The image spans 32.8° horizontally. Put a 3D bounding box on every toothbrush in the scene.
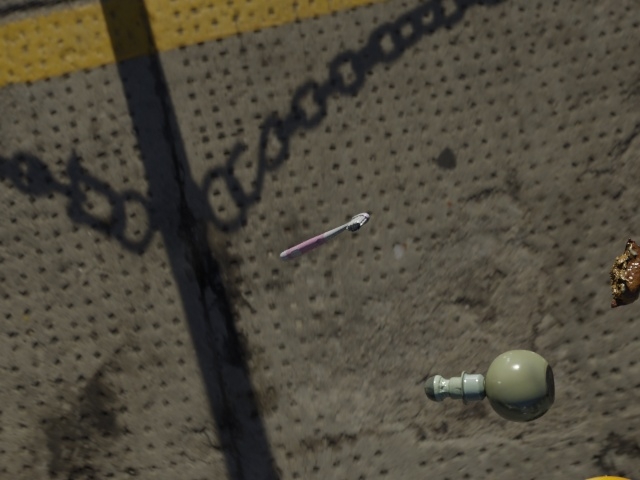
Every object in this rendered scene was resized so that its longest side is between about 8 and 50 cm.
[{"bbox_3d":[0.000,0.000,1.796,0.020,0.286,0.025,50,59,-9],"label":"toothbrush"}]

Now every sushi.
[{"bbox_3d":[0.514,0.058,1.829,0.060,0.061,0.118,14,72,6],"label":"sushi"}]

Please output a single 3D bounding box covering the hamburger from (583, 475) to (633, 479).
[{"bbox_3d":[0.436,0.468,1.633,0.246,0.170,0.246,8,116,18],"label":"hamburger"}]

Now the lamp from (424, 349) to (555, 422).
[{"bbox_3d":[0.210,0.185,1.371,0.163,0.091,0.091,-5,73,20],"label":"lamp"}]
